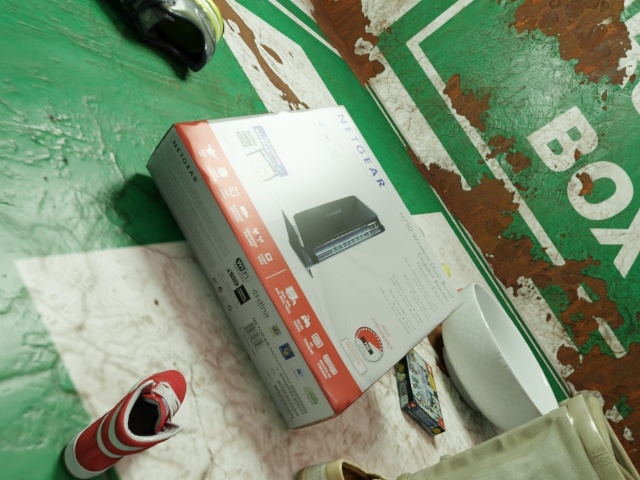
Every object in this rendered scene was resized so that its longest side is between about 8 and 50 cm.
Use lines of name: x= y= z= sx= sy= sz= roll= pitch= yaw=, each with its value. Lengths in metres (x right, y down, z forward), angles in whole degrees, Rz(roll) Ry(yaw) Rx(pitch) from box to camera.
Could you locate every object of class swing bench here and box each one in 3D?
swing bench: x=0.245 y=0.310 z=0.604 sx=0.254 sy=0.253 sz=0.165 roll=28 pitch=34 yaw=-52

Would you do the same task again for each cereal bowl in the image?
cereal bowl: x=0.366 y=0.269 z=1.083 sx=0.339 sy=0.141 sz=0.339 roll=46 pitch=23 yaw=-25

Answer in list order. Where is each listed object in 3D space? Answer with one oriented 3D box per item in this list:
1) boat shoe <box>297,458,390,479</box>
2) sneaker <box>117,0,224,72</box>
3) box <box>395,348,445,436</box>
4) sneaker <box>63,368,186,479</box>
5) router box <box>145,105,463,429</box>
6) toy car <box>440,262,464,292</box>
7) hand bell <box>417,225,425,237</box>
boat shoe: x=0.050 y=0.270 z=0.510 sx=0.170 sy=0.059 sz=0.063 roll=41 pitch=26 yaw=-34
sneaker: x=-0.257 y=-0.370 z=0.725 sx=0.300 sy=0.111 sz=0.121 roll=33 pitch=35 yaw=-42
box: x=0.163 y=0.244 z=0.837 sx=0.094 sy=0.027 sz=0.137 roll=47 pitch=23 yaw=-25
sneaker: x=-0.117 y=0.118 z=0.359 sx=0.042 sy=0.067 sz=0.118 roll=56 pitch=21 yaw=-1
router box: x=0.000 y=0.000 z=0.622 sx=0.301 sy=0.082 sz=0.336 roll=-24 pitch=81 yaw=-48
toy car: x=0.380 y=0.168 z=1.381 sx=0.239 sy=0.053 sz=0.225 roll=44 pitch=24 yaw=-28
hand bell: x=0.149 y=0.091 z=0.963 sx=0.126 sy=0.126 sz=0.242 roll=40 pitch=38 yaw=-35
